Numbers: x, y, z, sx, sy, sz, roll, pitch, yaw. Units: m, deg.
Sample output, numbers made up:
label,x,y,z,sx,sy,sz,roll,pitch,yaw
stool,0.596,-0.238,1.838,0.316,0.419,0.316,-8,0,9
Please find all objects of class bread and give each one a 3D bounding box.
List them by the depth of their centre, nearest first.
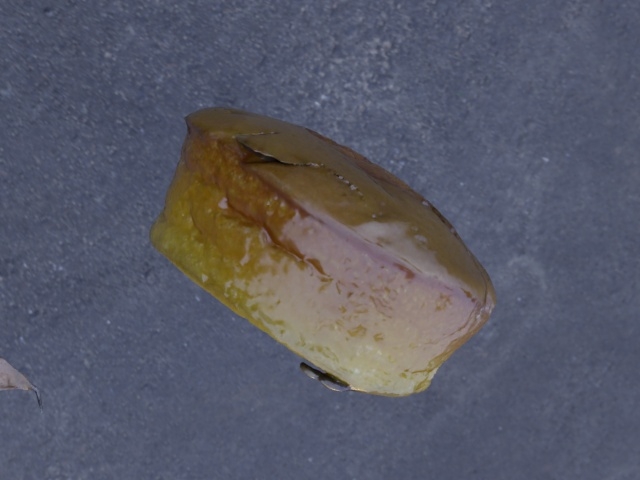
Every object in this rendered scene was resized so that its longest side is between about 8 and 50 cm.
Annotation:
label,x,y,z,sx,sy,sz,roll,pitch,yaw
bread,0.000,0.000,0.616,0.143,0.269,0.195,-62,159,9

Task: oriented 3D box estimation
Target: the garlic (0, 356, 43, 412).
label,x,y,z,sx,sy,sz,roll,pitch,yaw
garlic,-0.360,0.131,0.689,0.206,0.128,0.115,-36,138,-37
